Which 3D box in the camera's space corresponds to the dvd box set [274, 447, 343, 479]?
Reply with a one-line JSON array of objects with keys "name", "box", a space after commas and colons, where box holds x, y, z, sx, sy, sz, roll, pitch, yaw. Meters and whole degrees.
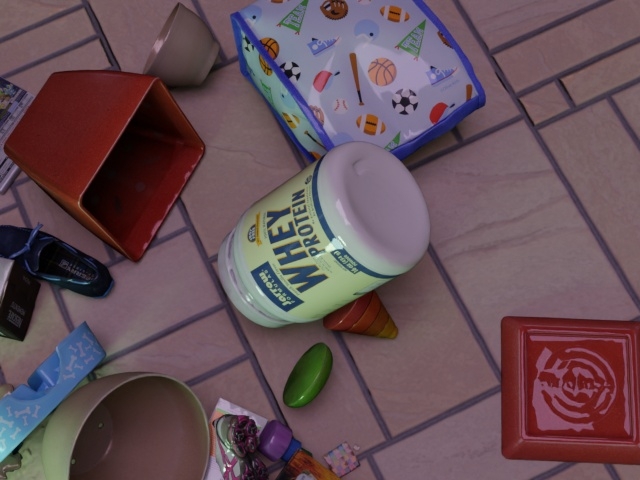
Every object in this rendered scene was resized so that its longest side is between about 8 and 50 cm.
[{"name": "dvd box set", "box": [0.051, 0.567, 1.657, 0.420, 0.062, 0.307, 36, 48, 5]}]

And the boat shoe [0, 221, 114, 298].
[{"name": "boat shoe", "box": [-0.502, 0.022, 1.939, 0.258, 0.089, 0.109, 16, 73, 7]}]

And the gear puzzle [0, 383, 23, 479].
[{"name": "gear puzzle", "box": [-0.694, 0.373, 1.855, 0.339, 0.044, 0.175, -13, 66, -3]}]

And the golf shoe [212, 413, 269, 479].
[{"name": "golf shoe", "box": [-0.139, 0.387, 1.799, 0.067, 0.086, 0.186, -11, 93, -44]}]

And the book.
[{"name": "book", "box": [-0.164, 0.363, 1.845, 0.096, 0.035, 0.144, 23, 74, 6]}]

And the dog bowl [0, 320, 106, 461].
[{"name": "dog bowl", "box": [-0.486, 0.266, 1.803, 0.074, 0.166, 0.297, 46, 58, -4]}]

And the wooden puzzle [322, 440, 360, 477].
[{"name": "wooden puzzle", "box": [0.036, 0.386, 1.842, 0.083, 0.006, 0.049, -30, 73, -8]}]

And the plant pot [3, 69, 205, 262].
[{"name": "plant pot", "box": [-0.408, -0.161, 1.923, 0.236, 0.267, 0.267, 23, 73, 23]}]

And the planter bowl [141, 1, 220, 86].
[{"name": "planter bowl", "box": [-0.263, -0.364, 2.036, 0.109, 0.162, 0.162, 26, 73, -17]}]

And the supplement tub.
[{"name": "supplement tub", "box": [0.000, 0.000, 1.782, 0.235, 0.325, 0.235, 25, 50, -33]}]

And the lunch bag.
[{"name": "lunch bag", "box": [0.070, -0.306, 1.954, 0.328, 0.239, 0.385, -34, 67, -11]}]

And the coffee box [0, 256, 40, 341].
[{"name": "coffee box", "box": [-0.679, 0.080, 1.885, 0.297, 0.168, 0.118, 12, 72, 6]}]

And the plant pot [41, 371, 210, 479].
[{"name": "plant pot", "box": [-0.353, 0.348, 1.758, 0.191, 0.284, 0.284, 7, 67, 44]}]

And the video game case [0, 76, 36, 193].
[{"name": "video game case", "box": [-0.638, -0.215, 2.059, 0.183, 0.023, 0.201, 29, 76, 11]}]

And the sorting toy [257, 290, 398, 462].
[{"name": "sorting toy", "box": [0.029, 0.242, 1.858, 0.126, 0.127, 0.365, 34, 76, -17]}]

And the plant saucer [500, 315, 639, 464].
[{"name": "plant saucer", "box": [0.450, 0.258, 1.849, 0.258, 0.047, 0.259, 2, 72, 3]}]
